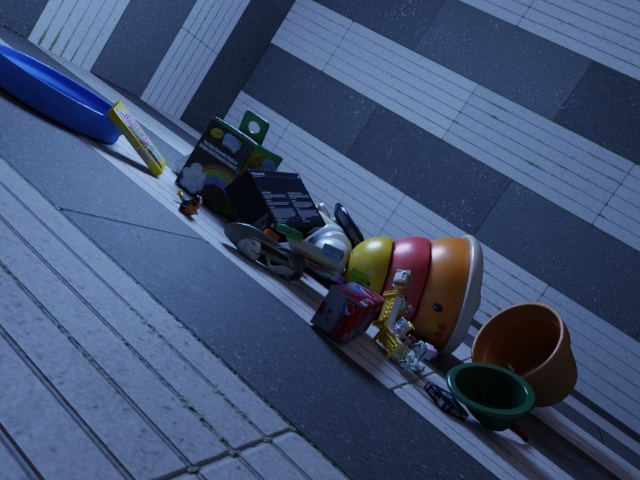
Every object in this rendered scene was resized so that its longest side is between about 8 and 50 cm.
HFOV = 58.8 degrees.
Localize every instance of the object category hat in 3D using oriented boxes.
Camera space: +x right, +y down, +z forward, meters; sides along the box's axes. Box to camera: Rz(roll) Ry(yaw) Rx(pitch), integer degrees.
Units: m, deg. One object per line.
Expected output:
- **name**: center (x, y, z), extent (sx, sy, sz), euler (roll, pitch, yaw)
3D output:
- **hat**: center (0.356, 0.385, 1.203), extent (0.208, 0.184, 0.173), euler (11, 25, 13)

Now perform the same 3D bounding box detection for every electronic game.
- **electronic game**: center (0.107, -0.017, 1.791), extent (0.229, 0.048, 0.229), euler (61, -2, 3)

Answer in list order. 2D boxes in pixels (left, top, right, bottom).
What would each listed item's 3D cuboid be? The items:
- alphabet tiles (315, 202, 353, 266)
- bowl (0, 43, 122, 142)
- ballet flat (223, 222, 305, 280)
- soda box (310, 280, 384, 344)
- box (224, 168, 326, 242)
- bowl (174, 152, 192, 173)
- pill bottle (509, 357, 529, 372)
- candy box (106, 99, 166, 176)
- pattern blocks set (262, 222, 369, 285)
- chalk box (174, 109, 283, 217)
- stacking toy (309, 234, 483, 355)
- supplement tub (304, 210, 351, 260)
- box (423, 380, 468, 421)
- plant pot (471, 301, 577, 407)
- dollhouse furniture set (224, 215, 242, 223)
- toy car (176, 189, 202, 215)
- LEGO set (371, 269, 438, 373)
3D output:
- **alphabet tiles**: center (0.059, -0.002, 1.944), extent (0.284, 0.021, 0.278), euler (60, -10, -6)
- **bowl**: center (-0.711, -0.392, 1.546), extent (0.391, 0.077, 0.391), euler (33, 7, -4)
- **ballet flat**: center (-0.128, 0.028, 1.311), extent (0.213, 0.072, 0.068), euler (29, 35, -17)
- **soda box**: center (0.066, 0.149, 1.214), extent (0.083, 0.092, 0.263), euler (32, 6, 14)
- **box**: center (-0.119, -0.093, 1.579), extent (0.261, 0.103, 0.184), euler (-6, 68, -61)
- **bowl**: center (-0.372, -0.221, 1.787), extent (0.142, 0.142, 0.053), euler (25, 55, -51)
- **pill bottle**: center (0.646, 0.411, 1.950), extent (0.121, 0.121, 0.221), euler (32, 7, -5)
- **candy box**: center (-0.491, -0.274, 1.527), extent (0.206, 0.027, 0.105), euler (57, 5, -27)
- **pattern blocks set**: center (-0.015, 0.044, 1.380), extent (0.285, 0.026, 0.325), euler (22, -13, 20)
- **chalk box**: center (-0.246, -0.231, 1.648), extent (0.180, 0.289, 0.179), euler (36, 7, 20)
- **stacking toy**: center (0.189, 0.106, 1.614), extent (0.479, 0.351, 0.350), euler (14, 6, 2)
- **supplement tub**: center (0.000, 0.000, 1.765), extent (0.144, 0.144, 0.199), euler (29, 8, -32)
- **box**: center (0.255, 0.326, 1.153), extent (0.067, 0.018, 0.083), euler (31, 7, -20)
- **plant pot**: center (0.632, 0.359, 1.706), extent (0.203, 0.291, 0.291), euler (48, 0, -23)
- **dollhouse furniture set**: center (-0.190, -0.061, 1.575), extent (0.091, 0.081, 0.114), euler (27, 9, -40)
- **toy car**: center (-0.312, -0.095, 1.379), extent (0.041, 0.060, 0.122), euler (66, -3, -29)
- **LEGO set**: center (0.199, 0.202, 1.304), extent (0.107, 0.132, 0.287), euler (36, 27, -22)
